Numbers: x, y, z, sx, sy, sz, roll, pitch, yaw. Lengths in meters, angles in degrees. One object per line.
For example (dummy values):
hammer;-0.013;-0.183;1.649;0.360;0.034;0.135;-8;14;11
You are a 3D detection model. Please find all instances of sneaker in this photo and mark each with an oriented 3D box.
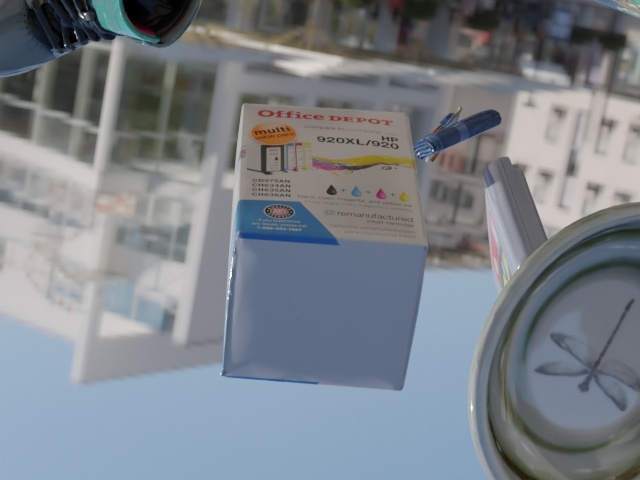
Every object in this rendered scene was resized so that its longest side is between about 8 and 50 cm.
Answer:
sneaker;-0.238;-0.247;1.585;0.295;0.124;0.178;-33;-151;-2

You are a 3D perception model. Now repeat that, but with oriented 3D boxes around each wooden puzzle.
wooden puzzle;0.173;-0.152;2.129;0.014;0.116;0.078;37;-121;13

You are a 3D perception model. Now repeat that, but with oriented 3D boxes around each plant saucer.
plant saucer;0.334;0.141;1.743;0.400;0.400;0.100;6;-167;-25

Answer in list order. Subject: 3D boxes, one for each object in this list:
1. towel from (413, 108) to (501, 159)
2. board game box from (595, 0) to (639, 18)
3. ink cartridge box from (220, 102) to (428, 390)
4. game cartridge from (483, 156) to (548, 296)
towel;0.187;-0.148;2.054;0.119;0.029;0.067;-24;-179;-23
board game box;0.316;-0.277;1.583;0.260;0.030;0.136;33;178;43
ink cartridge box;0.000;0.000;1.405;0.171;0.168;0.232;4;-146;-4
game cartridge;0.273;0.050;2.008;0.060;0.294;0.196;-17;-127;-2
